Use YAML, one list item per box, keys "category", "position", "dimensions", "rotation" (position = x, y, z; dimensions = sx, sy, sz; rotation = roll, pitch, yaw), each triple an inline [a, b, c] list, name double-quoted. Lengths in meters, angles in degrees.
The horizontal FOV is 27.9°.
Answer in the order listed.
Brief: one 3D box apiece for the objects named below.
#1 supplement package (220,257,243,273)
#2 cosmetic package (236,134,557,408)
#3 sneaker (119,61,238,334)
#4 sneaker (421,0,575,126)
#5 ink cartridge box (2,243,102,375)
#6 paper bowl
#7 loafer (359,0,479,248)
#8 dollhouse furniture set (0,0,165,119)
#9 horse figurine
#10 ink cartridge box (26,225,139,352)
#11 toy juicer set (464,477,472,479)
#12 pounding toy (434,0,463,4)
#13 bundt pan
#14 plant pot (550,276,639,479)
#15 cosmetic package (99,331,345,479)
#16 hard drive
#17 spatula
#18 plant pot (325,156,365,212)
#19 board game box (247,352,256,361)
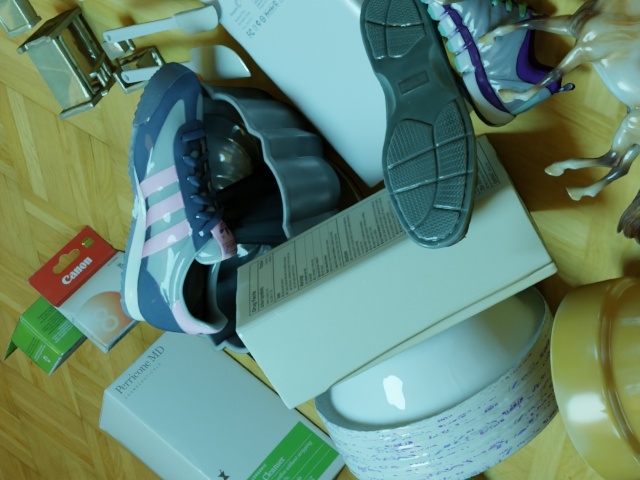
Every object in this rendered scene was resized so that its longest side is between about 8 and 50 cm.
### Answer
- category: "supplement package"
  position: [-0.056, 0.064, 1.744]
  dimensions: [0.179, 0.105, 0.105]
  rotation: [35, 150, 14]
- category: "cosmetic package"
  position: [0.071, 0.030, 1.335]
  dimensions: [0.113, 0.309, 0.160]
  rotation: [57, -169, -22]
- category: "sneaker"
  position: [-0.145, -0.041, 1.475]
  dimensions: [0.131, 0.112, 0.319]
  rotation: [18, 116, 26]
- category: "sneaker"
  position: [0.155, -0.223, 1.209]
  dimensions: [0.098, 0.083, 0.224]
  rotation: [-23, 103, 20]
- category: "ink cartridge box"
  position: [-0.431, 0.137, 2.197]
  dimensions: [0.097, 0.189, 0.255]
  rotation: [42, 151, 0]
- category: "paper bowl"
  position: [0.126, 0.134, 1.441]
  dimensions: [0.284, 0.284, 0.148]
  rotation: [-2, 122, 51]
- category: "loafer"
  position: [0.107, -0.119, 1.246]
  dimensions: [0.096, 0.084, 0.268]
  rotation: [-16, 76, 24]
- category: "dollhouse furniture set"
  position: [-0.303, -0.278, 1.675]
  dimensions: [0.161, 0.101, 0.182]
  rotation: [-16, 118, 28]
- category: "horse figurine"
  position: [0.260, -0.132, 1.144]
  dimensions: [0.174, 0.066, 0.263]
  rotation: [-26, 102, 26]
- category: "ink cartridge box"
  position: [-0.356, 0.070, 2.069]
  dimensions: [0.179, 0.145, 0.045]
  rotation: [42, 155, 6]
- category: "toy juicer set"
  position: [0.148, 0.351, 1.859]
  dimensions: [0.329, 0.089, 0.209]
  rotation: [46, 150, -1]
- category: "pounding toy"
  position: [0.090, -0.338, 1.103]
  dimensions: [0.181, 0.094, 0.206]
  rotation: [33, 114, 14]
- category: "bundt pan"
  position: [-0.087, -0.035, 1.567]
  dimensions: [0.331, 0.124, 0.331]
  rotation: [20, 117, 47]
- category: "plant pot"
  position: [0.359, 0.124, 1.260]
  dimensions: [0.188, 0.205, 0.205]
  rotation: [-18, 114, 39]
- category: "cosmetic package"
  position: [-0.160, 0.324, 2.095]
  dimensions: [0.365, 0.197, 0.155]
  rotation: [37, 149, 9]
- category: "hard drive"
  position: [0.003, -0.217, 1.400]
  dimensions: [0.319, 0.040, 0.210]
  rotation: [47, 149, -5]
- category: "spatula"
  position: [-0.193, -0.258, 1.524]
  dimensions: [0.242, 0.019, 0.168]
  rotation: [2, 130, 48]
- category: "plant pot"
  position: [0.000, 0.000, 1.598]
  dimensions: [0.236, 0.032, 0.236]
  rotation: [24, 121, 47]
- category: "board game box"
  position: [-0.119, 0.118, 1.960]
  dimensions: [0.186, 0.026, 0.126]
  rotation: [41, 149, 6]
